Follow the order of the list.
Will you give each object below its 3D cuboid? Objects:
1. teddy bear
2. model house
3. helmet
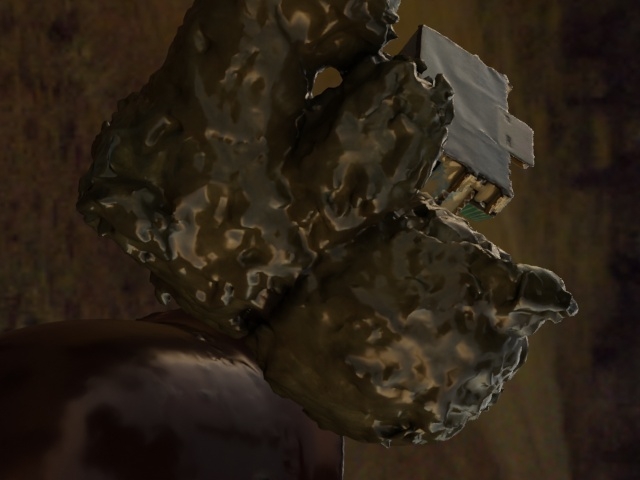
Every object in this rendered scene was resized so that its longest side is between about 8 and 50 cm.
[{"bbox_3d":[0.000,0.000,0.642,0.267,0.256,0.156,-41,-165,50],"label":"teddy bear"},{"bbox_3d":[0.103,-0.073,1.335,0.206,0.178,0.271,-49,-160,33],"label":"model house"},{"bbox_3d":[-0.197,0.190,0.877,0.230,0.385,0.337,28,30,-48],"label":"helmet"}]
